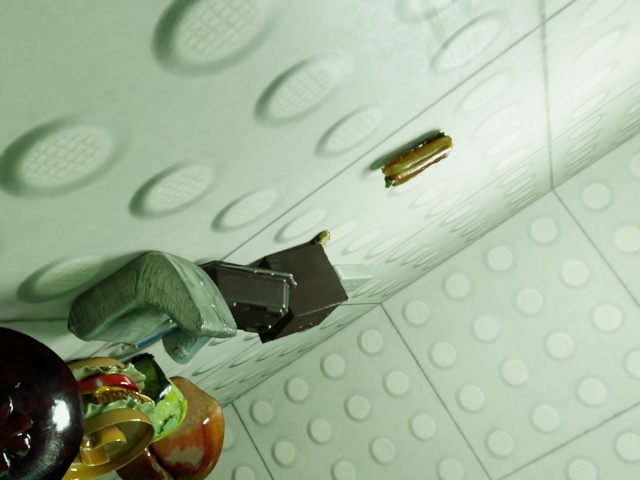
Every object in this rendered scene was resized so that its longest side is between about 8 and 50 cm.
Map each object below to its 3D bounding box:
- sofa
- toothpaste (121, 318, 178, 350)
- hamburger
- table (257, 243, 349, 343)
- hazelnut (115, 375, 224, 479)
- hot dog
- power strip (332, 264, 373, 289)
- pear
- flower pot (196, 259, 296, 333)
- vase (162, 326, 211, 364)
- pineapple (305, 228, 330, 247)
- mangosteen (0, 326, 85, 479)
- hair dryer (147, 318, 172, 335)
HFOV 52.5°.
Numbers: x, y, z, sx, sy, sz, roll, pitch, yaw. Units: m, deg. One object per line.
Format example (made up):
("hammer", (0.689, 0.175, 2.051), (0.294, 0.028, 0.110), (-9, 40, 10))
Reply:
("sofa", (-0.302, 0.147, 1.190), (0.225, 0.176, 0.210), (-32, 165, 2))
("toothpaste", (-0.375, 0.208, 1.527), (0.197, 0.035, 0.057), (-27, 180, -24))
("hamburger", (-0.514, 0.382, 1.448), (0.274, 0.212, 0.274), (-24, 148, -16))
("table", (-0.069, 0.140, 1.614), (0.169, 0.172, 0.193), (-13, 158, -36))
("hazelnut", (-0.474, 0.612, 2.032), (0.372, 0.372, 0.315), (-32, -167, 0))
("hot dog", (0.207, -0.174, 1.404), (0.188, 0.055, 0.072), (-29, 162, -9))
("power strip", (0.075, 0.124, 2.102), (0.098, 0.058, 0.338), (-36, 164, 19))
("pear", (-0.478, 0.457, 1.706), (0.238, 0.164, 0.255), (-38, 148, -19))
("flower pot", (-0.177, 0.134, 1.394), (0.251, 0.084, 0.179), (11, 141, -33))
("vase", (-0.280, 0.206, 1.602), (0.219, 0.096, 0.096), (-38, 164, 13))
("pineapple", (0.000, 0.000, 1.630), (0.045, 0.019, 0.083), (-3, 150, -50))
("mangosteen", (-0.531, 0.276, 0.989), (0.307, 0.307, 0.347), (-20, -170, -37))
("hair dryer", (-0.354, 0.146, 1.367), (0.106, 0.054, 0.154), (-10, 144, -45))
